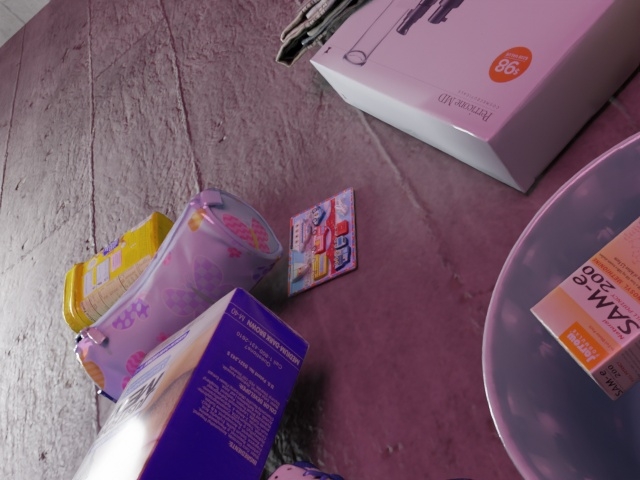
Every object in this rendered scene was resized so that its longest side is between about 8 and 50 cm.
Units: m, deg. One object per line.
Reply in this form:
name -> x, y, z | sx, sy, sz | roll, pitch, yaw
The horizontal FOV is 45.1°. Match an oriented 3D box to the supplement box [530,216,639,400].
supplement box -> 0.179, 0.033, 0.438 | 0.098, 0.036, 0.062 | -42, 37, 6

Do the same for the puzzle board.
puzzle board -> 0.000, 0.000, 0.923 | 0.096, 0.011, 0.128 | -25, 42, 26

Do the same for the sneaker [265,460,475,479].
sneaker -> 0.004, 0.230, 0.635 | 0.296, 0.112, 0.131 | -27, 42, 23

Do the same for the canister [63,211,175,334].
canister -> -0.275, 0.049, 1.090 | 0.170, 0.073, 0.126 | -33, 40, 15

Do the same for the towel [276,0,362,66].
towel -> 0.067, -0.417, 1.100 | 0.312, 0.056, 0.324 | -35, 24, 32

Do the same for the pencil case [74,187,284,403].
pencil case -> -0.167, 0.066, 0.895 | 0.273, 0.124, 0.113 | -47, 14, 18

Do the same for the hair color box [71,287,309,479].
hair color box -> -0.146, 0.218, 0.693 | 0.185, 0.110, 0.338 | -36, 22, 37

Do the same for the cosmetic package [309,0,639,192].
cosmetic package -> 0.188, -0.245, 0.895 | 0.284, 0.097, 0.377 | -50, 37, 0

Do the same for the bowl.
bowl -> 0.276, 0.076, 0.472 | 0.312, 0.163, 0.311 | -24, 44, 26
